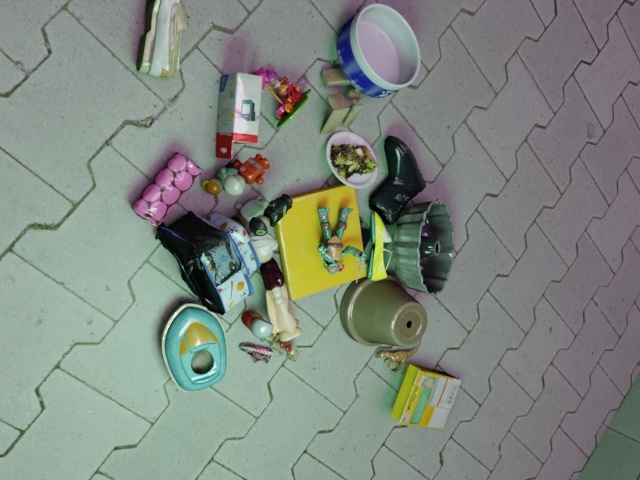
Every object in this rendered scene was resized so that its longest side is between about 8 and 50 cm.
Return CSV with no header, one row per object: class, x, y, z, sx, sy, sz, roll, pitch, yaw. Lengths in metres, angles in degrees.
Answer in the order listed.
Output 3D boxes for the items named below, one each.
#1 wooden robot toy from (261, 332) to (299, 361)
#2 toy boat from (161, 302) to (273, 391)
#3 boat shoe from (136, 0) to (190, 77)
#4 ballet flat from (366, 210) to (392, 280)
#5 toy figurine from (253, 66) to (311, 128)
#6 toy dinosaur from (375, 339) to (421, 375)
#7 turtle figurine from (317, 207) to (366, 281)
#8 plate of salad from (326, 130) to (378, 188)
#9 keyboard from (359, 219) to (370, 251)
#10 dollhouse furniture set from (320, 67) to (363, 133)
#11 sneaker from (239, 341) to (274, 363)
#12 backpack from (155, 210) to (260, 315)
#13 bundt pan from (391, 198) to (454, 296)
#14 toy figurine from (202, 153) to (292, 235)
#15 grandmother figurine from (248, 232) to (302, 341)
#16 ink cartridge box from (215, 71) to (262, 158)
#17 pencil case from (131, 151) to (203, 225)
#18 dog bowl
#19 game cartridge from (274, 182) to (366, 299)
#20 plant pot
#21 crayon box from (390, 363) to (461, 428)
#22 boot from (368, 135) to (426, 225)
wooden robot toy,-0.114,0.316,1.819,0.173,0.076,0.079,43,57,-34
toy boat,-0.299,0.288,1.661,0.318,0.148,0.268,-21,108,-25
boat shoe,-0.397,-0.576,1.483,0.103,0.113,0.303,8,105,-32
ballet flat,0.199,0.019,1.901,0.077,0.077,0.231,3,92,-4
toy figurine,-0.126,-0.443,1.666,0.159,0.130,0.173,44,55,-19
toy dinosaur,0.300,0.426,2.077,0.211,0.064,0.112,-3,99,-30
turtle figurine,0.046,0.018,1.759,0.175,0.118,0.234,-1,86,-42
plate of salad,0.108,-0.262,1.822,0.199,0.048,0.200,11,68,-29
keyboard,0.096,-0.036,1.904,0.180,0.023,0.108,28,90,-31
dollhouse furniture set,0.053,-0.443,1.805,0.144,0.123,0.151,-16,71,-27
sneaker,-0.205,0.358,1.792,0.119,0.047,0.057,22,99,-30
backpack,-0.295,0.061,1.577,0.213,0.276,0.264,-27,123,-24
bundt pan,0.343,0.022,1.946,0.330,0.124,0.331,-10,102,-57
toy figurine,-0.209,-0.122,1.605,0.148,0.209,0.213,-45,118,-28
grandmother figurine,-0.141,0.130,1.697,0.104,0.208,0.343,-21,111,-12
ink cartridge box,-0.231,-0.343,1.598,0.077,0.134,0.231,1,99,-30
pencil case,-0.416,-0.137,1.557,0.209,0.095,0.098,-51,134,-10
dog bowl,0.181,-0.583,1.764,0.264,0.104,0.265,8,76,-34
game cartridge,0.000,0.000,1.826,0.285,0.052,0.324,-16,107,-23
plant pot,0.233,0.252,1.914,0.262,0.229,0.263,-6,102,-30
crayon box,0.378,0.573,2.092,0.322,0.083,0.203,25,86,-47
boot,0.236,-0.196,1.912,0.207,0.094,0.247,-47,124,-19
